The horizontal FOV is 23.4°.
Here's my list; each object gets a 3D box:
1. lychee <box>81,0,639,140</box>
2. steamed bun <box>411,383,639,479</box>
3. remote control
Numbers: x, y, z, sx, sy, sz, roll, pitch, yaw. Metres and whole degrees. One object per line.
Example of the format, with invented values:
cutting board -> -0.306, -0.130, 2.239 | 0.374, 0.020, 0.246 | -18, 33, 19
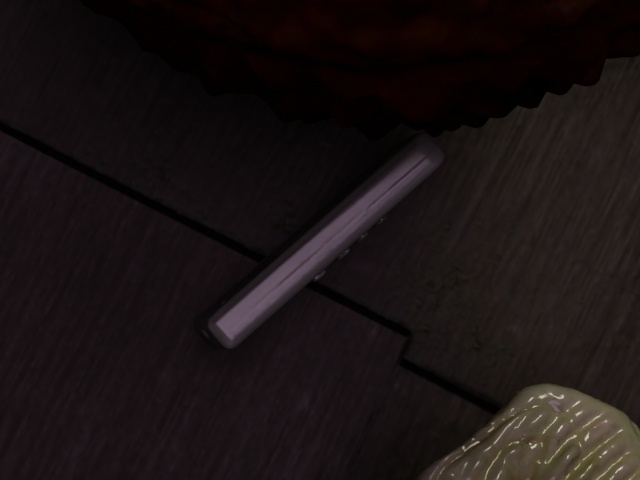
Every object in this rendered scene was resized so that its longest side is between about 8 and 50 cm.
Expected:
lychee -> 0.009, -0.281, 0.863 | 0.424, 0.424, 0.500 | -43, 63, -10
steamed bun -> 0.130, 0.265, 0.910 | 0.275, 0.206, 0.320 | 20, 49, -6
remote control -> 0.000, 0.000, 0.984 | 0.190, 0.087, 0.029 | -42, 95, -11
